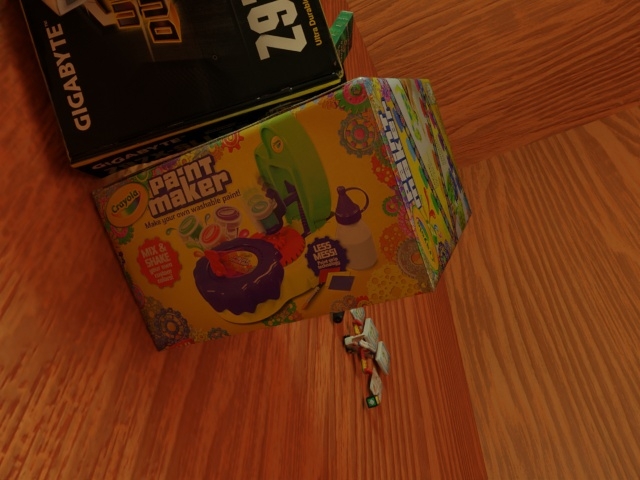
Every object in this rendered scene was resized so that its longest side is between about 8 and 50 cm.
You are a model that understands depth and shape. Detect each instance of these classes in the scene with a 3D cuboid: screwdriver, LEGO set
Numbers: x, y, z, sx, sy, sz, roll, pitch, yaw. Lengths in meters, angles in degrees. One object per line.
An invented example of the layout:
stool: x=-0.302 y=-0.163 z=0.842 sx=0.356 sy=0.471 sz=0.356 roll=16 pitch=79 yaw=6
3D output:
screwdriver: x=0.045 y=0.120 z=1.088 sx=0.170 sy=0.025 sz=0.024 roll=-67 pitch=135 yaw=-64
LEGO set: x=0.114 y=0.239 z=1.123 sx=0.182 sy=0.060 sz=0.244 roll=63 pitch=20 yaw=-14

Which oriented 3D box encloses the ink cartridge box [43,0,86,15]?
ink cartridge box: x=-0.204 y=-0.309 z=0.427 sx=0.206 sy=0.208 sz=0.045 roll=42 pitch=-25 yaw=1

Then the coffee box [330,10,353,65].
coffee box: x=0.045 y=-0.529 z=1.449 sx=0.113 sy=0.041 sz=0.184 roll=89 pitch=20 yaw=-53

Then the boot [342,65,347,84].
boot: x=0.061 y=-0.435 z=1.586 sx=0.207 sy=0.094 sz=0.246 roll=49 pitch=32 yaw=-47

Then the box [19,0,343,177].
box: x=-0.147 y=-0.252 z=0.499 sx=0.079 sy=0.257 sz=0.321 roll=108 pitch=-35 yaw=-87

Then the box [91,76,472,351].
box: x=-0.017 y=-0.040 z=0.573 sx=0.279 sy=0.290 sz=0.176 roll=-35 pitch=107 yaw=-63
